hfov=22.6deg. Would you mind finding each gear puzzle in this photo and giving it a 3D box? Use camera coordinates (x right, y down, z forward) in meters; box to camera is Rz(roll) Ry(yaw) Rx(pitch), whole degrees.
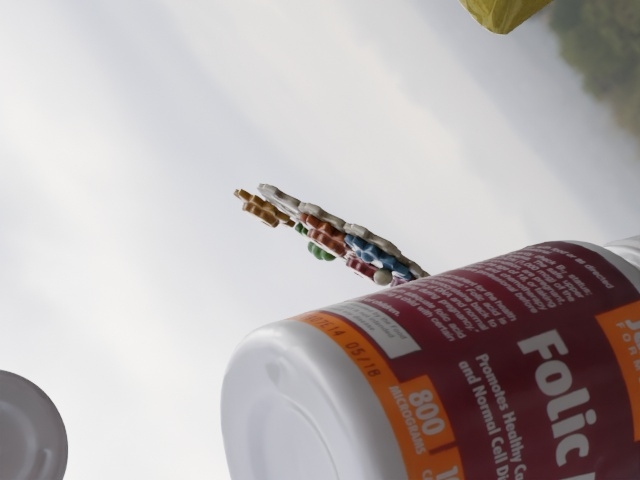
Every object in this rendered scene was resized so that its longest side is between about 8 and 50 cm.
[{"bbox_3d":[0.000,0.000,1.918,0.339,0.044,0.175,25,171,44],"label":"gear puzzle"}]

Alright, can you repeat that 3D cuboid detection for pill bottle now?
[{"bbox_3d":[0.142,0.125,1.228,0.224,0.392,0.224,33,130,49],"label":"pill bottle"},{"bbox_3d":[-0.233,0.157,1.093,0.108,0.108,0.180,51,158,5],"label":"pill bottle"}]

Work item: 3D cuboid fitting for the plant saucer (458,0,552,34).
[{"bbox_3d":[0.185,-0.408,1.501,0.333,0.333,0.081,51,154,5],"label":"plant saucer"}]
